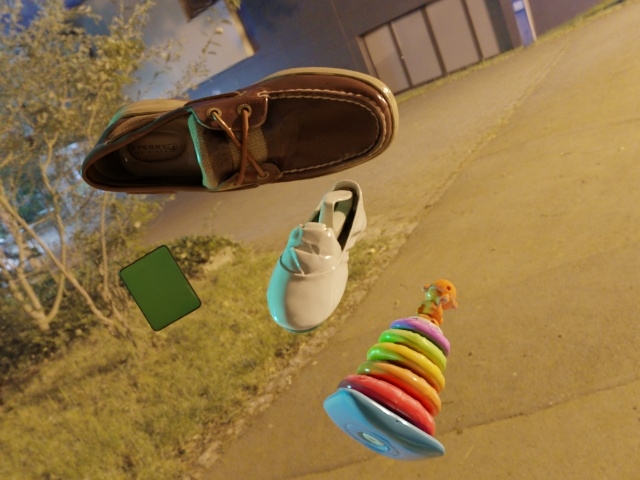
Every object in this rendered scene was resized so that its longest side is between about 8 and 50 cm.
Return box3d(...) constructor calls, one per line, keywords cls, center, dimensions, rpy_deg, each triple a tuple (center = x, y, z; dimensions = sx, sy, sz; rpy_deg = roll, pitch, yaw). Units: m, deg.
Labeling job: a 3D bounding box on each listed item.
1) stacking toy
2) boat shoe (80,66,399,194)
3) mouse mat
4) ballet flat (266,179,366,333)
box3d(cls="stacking toy", center=(0.147, 0.186, 0.861), dimensions=(0.302, 0.175, 0.166), rpy_deg=(-59, -2, -27))
box3d(cls="boat shoe", center=(-0.093, -0.097, 0.554), dimensions=(0.341, 0.123, 0.123), rpy_deg=(0, 33, 15))
box3d(cls="mouse mat", center=(-0.415, 0.125, 1.376), dimensions=(0.152, 0.190, 0.007), rpy_deg=(-30, 4, 5))
box3d(cls="ballet flat", center=(0.000, 0.000, 0.975), dimensions=(0.139, 0.139, 0.400), rpy_deg=(-16, 23, 26))
